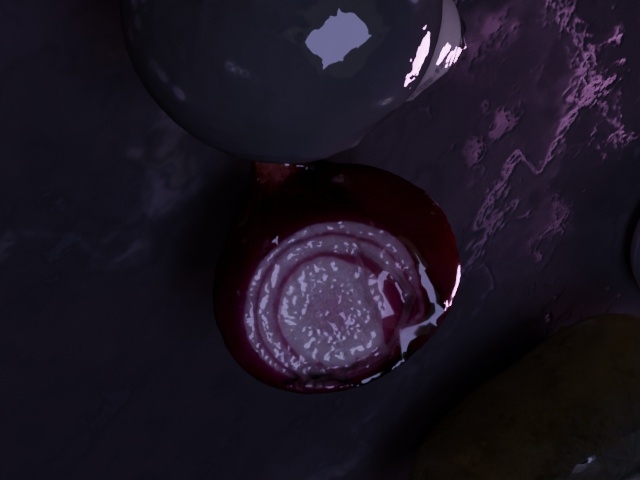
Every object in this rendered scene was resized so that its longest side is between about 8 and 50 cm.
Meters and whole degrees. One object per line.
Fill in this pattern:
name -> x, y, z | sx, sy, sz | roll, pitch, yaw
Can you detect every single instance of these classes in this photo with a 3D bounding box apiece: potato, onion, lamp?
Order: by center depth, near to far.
lamp -> -0.004, -0.120, 0.907 | 0.182, 0.182, 0.314 | -49, 160, 1
onion -> -0.002, -0.001, 1.037 | 0.173, 0.135, 0.198 | -22, 98, -6
potato -> 0.217, 0.195, 1.342 | 0.307, 0.210, 0.173 | -26, -179, -16

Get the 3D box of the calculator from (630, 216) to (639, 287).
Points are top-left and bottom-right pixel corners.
calculator -> 0.398, -0.002, 1.463 | 0.299, 0.041, 0.185 | 24, 104, -49
